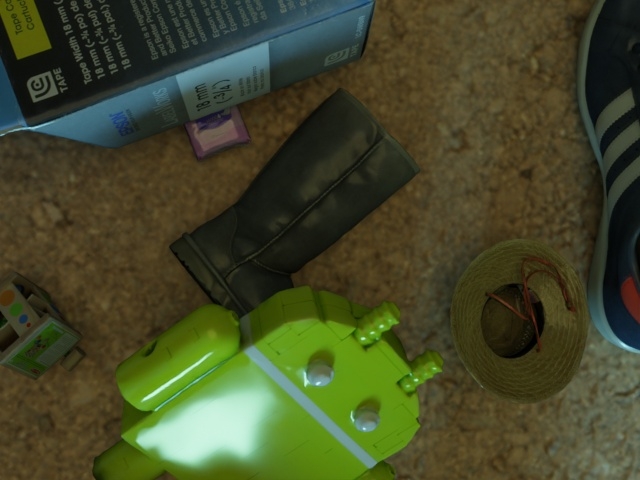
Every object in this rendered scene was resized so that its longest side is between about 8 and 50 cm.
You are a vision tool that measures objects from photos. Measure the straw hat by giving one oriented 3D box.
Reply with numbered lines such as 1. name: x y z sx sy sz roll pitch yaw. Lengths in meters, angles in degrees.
1. straw hat: 0.162 0.072 0.676 0.145 0.061 0.144 4 78 -20

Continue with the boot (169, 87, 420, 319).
1. boot: 0.001 0.001 0.659 0.208 0.076 0.189 -39 96 -13

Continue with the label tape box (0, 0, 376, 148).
1. label tape box: -0.159 -0.211 0.598 0.334 0.106 0.240 -21 81 -7

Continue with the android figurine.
1. android figurine: -0.035 0.142 0.602 0.273 0.056 0.248 -33 120 11

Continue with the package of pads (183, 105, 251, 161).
1. package of pads: -0.097 -0.114 0.660 0.050 0.032 0.083 -21 92 -9

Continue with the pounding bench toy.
1. pounding bench toy: -0.237 0.073 0.634 0.052 0.083 0.065 -44 63 -8

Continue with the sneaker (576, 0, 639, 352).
1. sneaker: 0.308 -0.073 0.651 0.131 0.148 0.349 -3 90 -7
